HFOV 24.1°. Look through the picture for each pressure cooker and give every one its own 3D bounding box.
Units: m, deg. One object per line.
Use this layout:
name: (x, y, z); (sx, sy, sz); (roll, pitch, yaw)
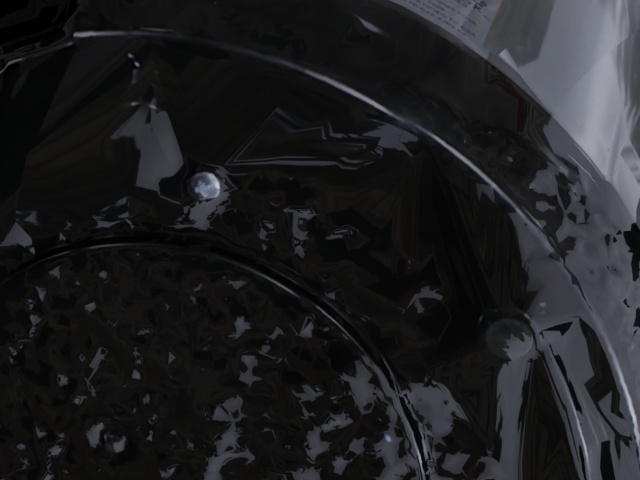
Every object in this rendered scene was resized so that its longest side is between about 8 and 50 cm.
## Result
pressure cooker: (0.003, -0.004, 0.704); (0.375, 0.370, 0.420); (-26, -162, 25)
